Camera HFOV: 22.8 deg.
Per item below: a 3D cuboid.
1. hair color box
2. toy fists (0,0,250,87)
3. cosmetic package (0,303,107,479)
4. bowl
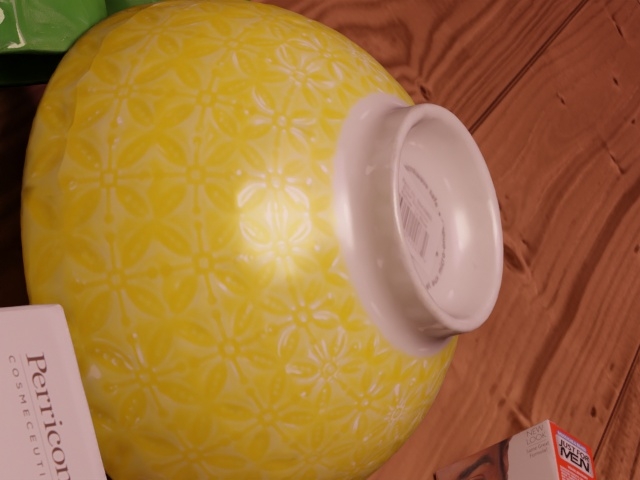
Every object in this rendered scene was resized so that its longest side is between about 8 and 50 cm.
[{"bbox_3d":[0.127,0.205,0.968,0.053,0.093,0.167,35,37,-37],"label":"hair color box"},{"bbox_3d":[-0.136,-0.157,0.890,0.279,0.096,0.142,-3,82,-58],"label":"toy fists"},{"bbox_3d":[-0.154,0.215,0.473,0.284,0.097,0.377,-2,74,-60],"label":"cosmetic package"},{"bbox_3d":[0.000,0.000,0.818,0.289,0.156,0.290,26,58,-52],"label":"bowl"}]
